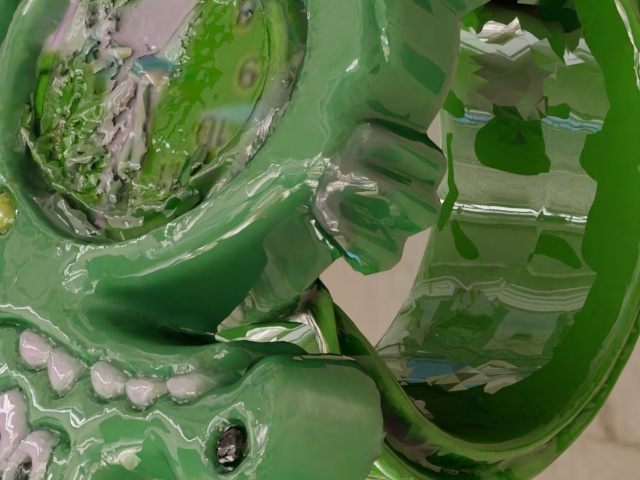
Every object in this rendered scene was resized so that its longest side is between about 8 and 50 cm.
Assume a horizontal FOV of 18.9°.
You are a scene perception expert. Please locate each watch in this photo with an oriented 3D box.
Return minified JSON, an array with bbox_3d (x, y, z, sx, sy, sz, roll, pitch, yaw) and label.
[{"bbox_3d":[0.000,0.000,0.420,0.131,0.152,0.165,5,79,39],"label":"watch"}]
